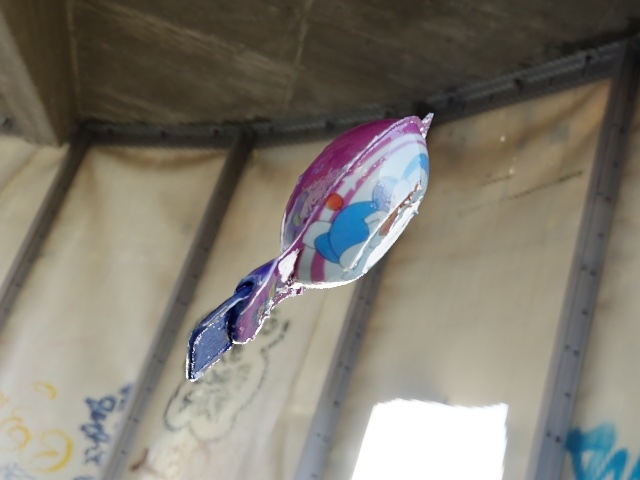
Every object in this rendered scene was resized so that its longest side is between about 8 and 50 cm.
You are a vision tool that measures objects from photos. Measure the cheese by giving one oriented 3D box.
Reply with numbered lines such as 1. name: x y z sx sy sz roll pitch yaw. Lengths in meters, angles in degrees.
1. cheese: 0.000 0.000 0.690 0.062 0.244 0.155 38 -29 14
